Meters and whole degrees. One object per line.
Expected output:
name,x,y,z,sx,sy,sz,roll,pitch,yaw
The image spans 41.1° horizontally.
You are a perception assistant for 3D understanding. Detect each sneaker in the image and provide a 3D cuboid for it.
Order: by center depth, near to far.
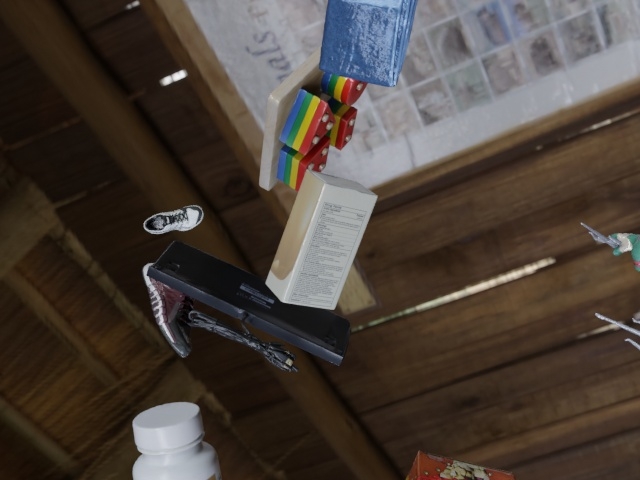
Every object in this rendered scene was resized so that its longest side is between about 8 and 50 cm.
sneaker,-0.199,-0.026,1.157,0.037,0.083,0.032,1,-108,-85
sneaker,-0.326,0.137,2.083,0.281,0.162,0.106,63,179,33

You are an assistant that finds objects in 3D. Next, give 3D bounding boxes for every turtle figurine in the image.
turtle figurine,0.415,0.054,0.995,0.234,0.118,0.175,27,-133,-20

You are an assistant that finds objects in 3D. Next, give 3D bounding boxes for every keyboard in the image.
keyboard,-0.108,0.107,1.261,0.317,0.033,0.201,25,-156,0

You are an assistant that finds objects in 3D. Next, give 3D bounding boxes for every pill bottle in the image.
pill bottle,-0.215,0.372,1.297,0.131,0.131,0.229,-53,-44,-76

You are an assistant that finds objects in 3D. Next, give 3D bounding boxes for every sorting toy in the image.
sorting toy,-0.001,-0.239,1.643,0.257,0.089,0.255,-49,-16,-32

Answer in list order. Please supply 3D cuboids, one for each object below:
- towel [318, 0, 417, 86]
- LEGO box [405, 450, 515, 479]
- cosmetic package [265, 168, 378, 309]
towel,0.038,-0.176,0.631,0.029,0.067,0.120,-55,-22,-64
LEGO box,0.192,0.695,1.529,0.373,0.193,0.500,-81,6,-56
cosmetic package,0.000,0.000,0.762,0.060,0.115,0.041,13,-164,-32
